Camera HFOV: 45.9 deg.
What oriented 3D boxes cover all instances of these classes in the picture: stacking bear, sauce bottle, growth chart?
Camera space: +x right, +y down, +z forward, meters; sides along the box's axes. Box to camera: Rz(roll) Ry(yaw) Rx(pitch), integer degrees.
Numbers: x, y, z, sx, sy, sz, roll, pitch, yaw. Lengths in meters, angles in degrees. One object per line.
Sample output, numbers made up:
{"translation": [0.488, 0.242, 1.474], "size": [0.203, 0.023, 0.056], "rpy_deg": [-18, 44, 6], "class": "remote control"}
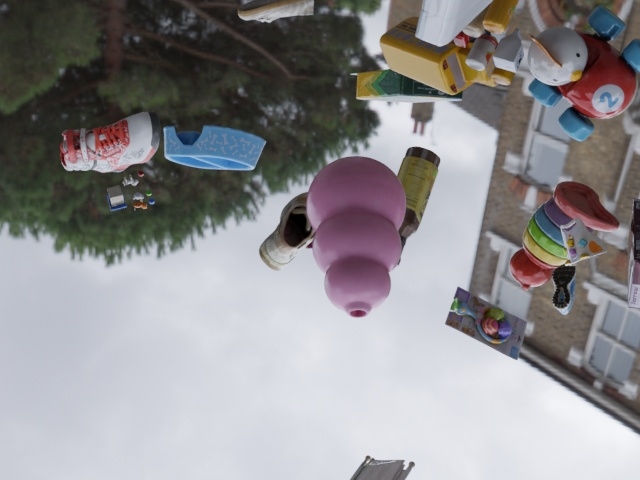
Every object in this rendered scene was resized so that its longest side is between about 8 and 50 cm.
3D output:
{"translation": [0.605, 0.003, 1.981], "size": [0.164, 0.289, 0.175], "rpy_deg": [10, -142, -27], "class": "stacking bear"}
{"translation": [0.242, -0.093, 2.150], "size": [0.111, 0.344, 0.111], "rpy_deg": [20, 169, 4], "class": "sauce bottle"}
{"translation": [0.120, 0.568, 1.753], "size": [0.172, 0.021, 0.237], "rpy_deg": [-46, -169, -28], "class": "growth chart"}

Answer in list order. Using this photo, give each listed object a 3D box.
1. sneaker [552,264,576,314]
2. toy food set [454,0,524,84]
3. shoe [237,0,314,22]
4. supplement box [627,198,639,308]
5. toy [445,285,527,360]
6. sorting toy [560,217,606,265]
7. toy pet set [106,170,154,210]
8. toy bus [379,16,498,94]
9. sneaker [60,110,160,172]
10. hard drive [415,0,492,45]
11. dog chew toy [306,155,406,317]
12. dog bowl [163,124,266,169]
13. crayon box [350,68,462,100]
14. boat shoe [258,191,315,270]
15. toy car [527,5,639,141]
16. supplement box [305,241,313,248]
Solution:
{"translation": [0.693, 0.139, 2.152], "size": [0.063, 0.073, 0.162], "rpy_deg": [2, -124, 31], "class": "sneaker"}
{"translation": [0.304, -0.371, 1.311], "size": [0.111, 0.104, 0.232], "rpy_deg": [24, 175, 25], "class": "toy food set"}
{"translation": [-0.103, -0.563, 1.852], "size": [0.219, 0.058, 0.076], "rpy_deg": [-23, -148, -30], "class": "shoe"}
{"translation": [0.709, 0.026, 1.641], "size": [0.073, 0.130, 0.239], "rpy_deg": [5, -142, 19], "class": "supplement box"}
{"translation": [0.490, 0.232, 2.188], "size": [0.237, 0.056, 0.137], "rpy_deg": [25, -121, -1], "class": "toy"}
{"translation": [0.457, 0.001, 1.354], "size": [0.045, 0.075, 0.083], "rpy_deg": [-10, 166, -25], "class": "sorting toy"}
{"translation": [-0.516, -0.113, 2.054], "size": [0.114, 0.065, 0.122], "rpy_deg": [-16, -125, -15], "class": "toy pet set"}
{"translation": [0.278, -0.426, 1.738], "size": [0.130, 0.108, 0.333], "rpy_deg": [-34, -145, -9], "class": "toy bus"}
{"translation": [-0.441, -0.198, 1.552], "size": [0.145, 0.090, 0.270], "rpy_deg": [-1, 171, -37], "class": "sneaker"}
{"translation": [0.204, -0.421, 0.838], "size": [0.047, 0.353, 0.233], "rpy_deg": [26, -136, 16], "class": "hard drive"}
{"translation": [0.073, -0.004, 1.513], "size": [0.206, 0.206, 0.332], "rpy_deg": [3, -122, -4], "class": "dog chew toy"}
{"translation": [-0.270, -0.226, 1.871], "size": [0.297, 0.074, 0.166], "rpy_deg": [6, 173, 40], "class": "dog bowl"}
{"translation": [0.245, -0.452, 2.224], "size": [0.203, 0.083, 0.323], "rpy_deg": [-1, -171, -25], "class": "crayon box"}
{"translation": [-0.049, -0.043, 1.854], "size": [0.109, 0.098, 0.302], "rpy_deg": [43, -142, -5], "class": "boat shoe"}
{"translation": [0.495, -0.342, 1.490], "size": [0.238, 0.219, 0.210], "rpy_deg": [2, -133, -44], "class": "toy car"}
{"translation": [0.000, 0.000, 2.333], "size": [0.083, 0.043, 0.055], "rpy_deg": [-2, -173, 29], "class": "supplement box"}
